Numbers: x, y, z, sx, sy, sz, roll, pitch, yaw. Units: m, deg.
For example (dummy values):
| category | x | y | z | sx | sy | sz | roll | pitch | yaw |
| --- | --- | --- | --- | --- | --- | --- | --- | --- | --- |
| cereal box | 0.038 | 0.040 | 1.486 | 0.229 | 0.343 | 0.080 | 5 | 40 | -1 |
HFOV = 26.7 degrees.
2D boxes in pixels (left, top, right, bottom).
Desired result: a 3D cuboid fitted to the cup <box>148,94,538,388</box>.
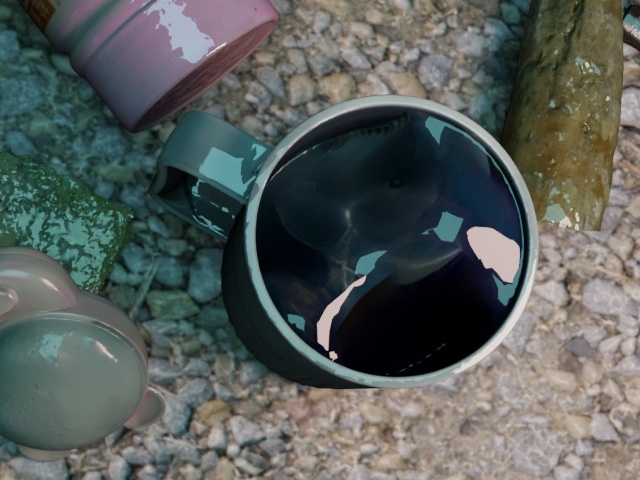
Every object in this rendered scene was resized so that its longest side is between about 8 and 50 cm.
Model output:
| category | x | y | z | sx | sy | sz | roll | pitch | yaw |
| --- | --- | --- | --- | --- | --- | --- | --- | --- | --- |
| cup | 0.003 | 0.021 | 1.305 | 0.331 | 0.311 | 0.256 | 1 | 82 | -10 |

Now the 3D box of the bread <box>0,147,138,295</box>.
| category | x | y | z | sx | sy | sz | roll | pitch | yaw |
| --- | --- | --- | --- | --- | --- | --- | --- | --- | --- |
| bread | -0.267 | 0.007 | 1.384 | 0.173 | 0.064 | 0.232 | -17 | 87 | -10 |

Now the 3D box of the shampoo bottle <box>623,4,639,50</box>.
| category | x | y | z | sx | sy | sz | roll | pitch | yaw |
| --- | --- | --- | --- | --- | --- | --- | --- | --- | --- |
| shampoo bottle | 0.376 | -0.239 | 1.555 | 0.137 | 0.027 | 0.048 | 35 | 86 | -4 |

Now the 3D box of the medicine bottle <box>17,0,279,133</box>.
| category | x | y | z | sx | sy | sz | roll | pitch | yaw |
| --- | --- | --- | --- | --- | --- | --- | --- | --- | --- |
| medicine bottle | -0.214 | -0.286 | 1.364 | 0.202 | 0.202 | 0.316 | -39 | 90 | -13 |

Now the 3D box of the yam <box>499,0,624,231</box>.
| category | x | y | z | sx | sy | sz | roll | pitch | yaw |
| --- | --- | --- | --- | --- | --- | --- | --- | --- | --- |
| yam | 0.264 | -0.159 | 1.477 | 0.133 | 0.133 | 0.330 | 12 | 76 | -9 |

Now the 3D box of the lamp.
| category | x | y | z | sx | sy | sz | roll | pitch | yaw |
| --- | --- | --- | --- | --- | --- | --- | --- | --- | --- |
| lamp | -0.266 | 0.116 | 1.297 | 0.180 | 0.108 | 0.246 | -23 | 122 | 6 |
